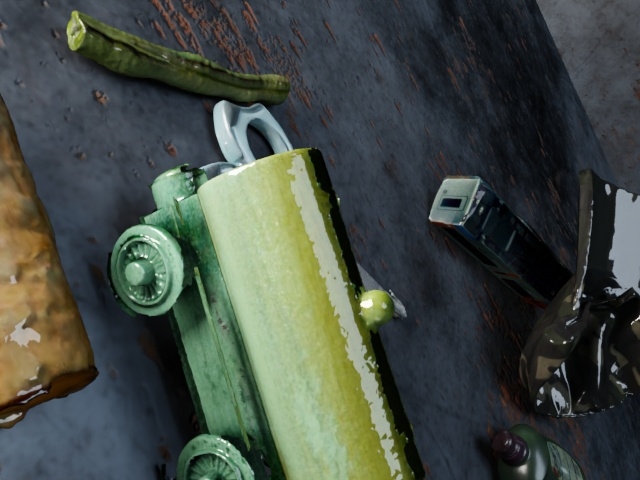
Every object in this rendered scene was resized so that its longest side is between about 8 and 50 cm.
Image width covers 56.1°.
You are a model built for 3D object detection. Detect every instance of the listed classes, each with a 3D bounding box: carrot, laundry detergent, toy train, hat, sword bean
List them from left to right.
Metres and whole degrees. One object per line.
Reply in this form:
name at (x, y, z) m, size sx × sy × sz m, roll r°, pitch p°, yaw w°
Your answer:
carrot at (-0.208, -0.021, 0.363) m, size 0.101 × 0.101 × 0.263 m, roll -5°, pitch 74°, yaw -53°
sword bean at (-0.122, -0.168, 0.596) m, size 0.269 × 0.038 × 0.043 m, roll -2°, pitch 99°, yaw -53°
toy train at (-0.041, 0.080, 0.444) m, size 0.126 × 0.189 × 0.308 m, roll -12°, pitch 84°, yaw -56°
toy train at (0.330, 0.022, 1.043) m, size 0.409 × 0.089 × 0.086 m, roll 34°, pitch 74°, yaw -40°
laundry detergent at (0.311, 0.345, 0.867) m, size 0.221 × 0.078 × 0.144 m, roll 41°, pitch 48°, yaw -34°
hat at (0.460, 0.091, 1.044) m, size 0.366 × 0.257 × 0.382 m, roll 20°, pitch 51°, yaw -32°

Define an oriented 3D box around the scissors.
scissors at (0.001, 0.000, 0.676) m, size 0.360 × 0.029 × 0.191 m, roll 40°, pitch 43°, yaw -33°
